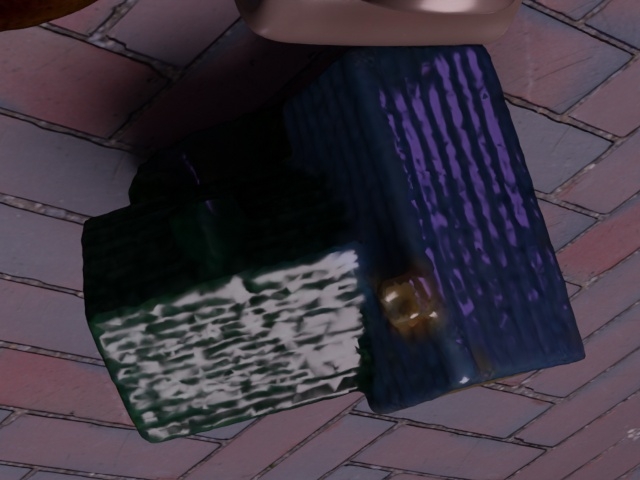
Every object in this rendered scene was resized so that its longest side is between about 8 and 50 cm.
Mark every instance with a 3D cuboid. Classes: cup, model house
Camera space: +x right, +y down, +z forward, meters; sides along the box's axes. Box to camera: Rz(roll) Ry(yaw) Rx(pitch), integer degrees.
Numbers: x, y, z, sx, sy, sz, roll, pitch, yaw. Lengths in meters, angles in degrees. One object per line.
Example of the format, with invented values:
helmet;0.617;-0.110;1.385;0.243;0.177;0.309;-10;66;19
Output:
cup;0.047;-0.231;1.446;0.200;0.253;0.192;-5;120;-18
model house;0.000;0.000;1.632;0.382;0.335;0.342;-18;173;8

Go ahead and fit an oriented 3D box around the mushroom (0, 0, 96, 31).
mushroom;-0.248;-0.244;1.325;0.267;0.267;0.255;10;105;-41
